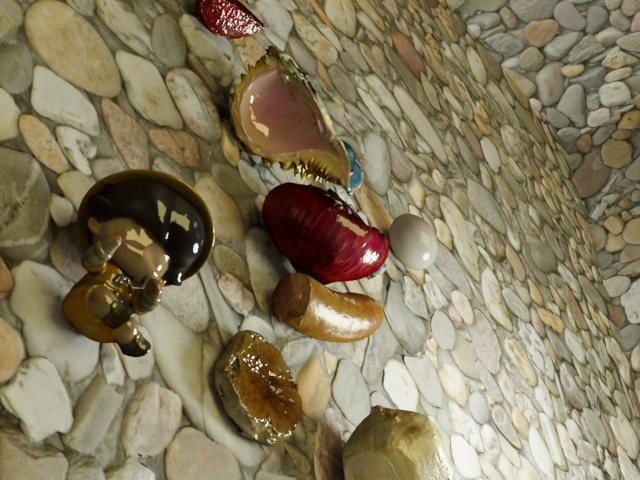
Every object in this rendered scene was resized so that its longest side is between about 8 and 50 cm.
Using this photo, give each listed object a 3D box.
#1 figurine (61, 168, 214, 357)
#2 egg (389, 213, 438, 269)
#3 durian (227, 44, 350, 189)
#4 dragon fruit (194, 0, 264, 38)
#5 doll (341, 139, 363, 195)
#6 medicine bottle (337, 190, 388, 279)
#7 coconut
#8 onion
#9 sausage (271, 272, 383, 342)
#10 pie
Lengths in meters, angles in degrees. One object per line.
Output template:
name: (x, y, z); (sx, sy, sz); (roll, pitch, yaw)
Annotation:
figurine: (-0.262, 0.019, 1.424); (0.192, 0.167, 0.257); (59, 45, -34)
egg: (0.210, 0.003, 2.351); (0.103, 0.103, 0.135); (-1, 61, -61)
durian: (-0.060, -0.212, 2.047); (0.305, 0.185, 0.195); (50, 0, -6)
dragon fruit: (-0.204, -0.468, 2.128); (0.162, 0.083, 0.106); (24, 21, -35)
doll: (0.043, -0.166, 2.255); (0.152, 0.085, 0.114); (39, 43, -56)
medicine bottle: (0.076, -0.010, 2.184); (0.191, 0.051, 0.051); (62, 26, 0)
coconut: (0.126, 0.367, 1.747); (0.194, 0.194, 0.194); (42, 31, -33)
onion: (0.005, -0.010, 1.895); (0.248, 0.248, 0.161); (42, 61, -33)
sausage: (0.022, 0.130, 1.880); (0.270, 0.109, 0.109); (18, 49, -54)
pie: (-0.094, 0.234, 1.633); (0.195, 0.046, 0.195); (43, 31, -34)
